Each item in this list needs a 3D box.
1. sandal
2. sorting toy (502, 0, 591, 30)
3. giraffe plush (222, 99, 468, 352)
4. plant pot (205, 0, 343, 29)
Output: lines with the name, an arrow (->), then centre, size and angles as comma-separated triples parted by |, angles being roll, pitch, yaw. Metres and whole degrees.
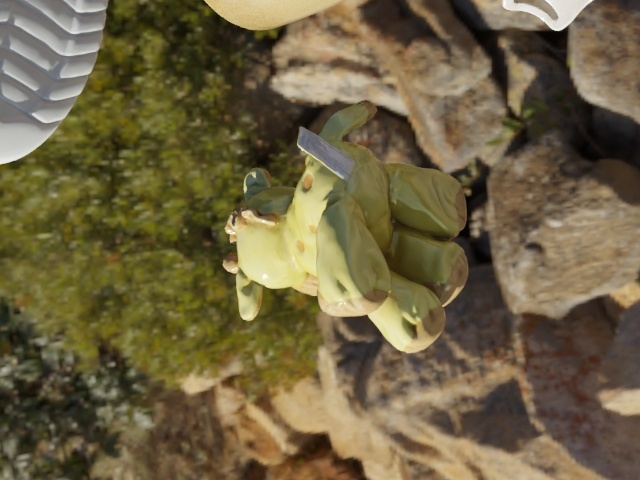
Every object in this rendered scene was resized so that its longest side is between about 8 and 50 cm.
sandal -> -0.296, -0.283, 1.159 | 0.102, 0.169, 0.416 | 20, 98, 36
sorting toy -> 0.176, -0.199, 0.863 | 0.045, 0.083, 0.075 | -86, 20, -60
giraffe plush -> 0.000, 0.000, 0.970 | 0.170, 0.181, 0.210 | -21, 121, 44
plant pot -> 0.012, -0.356, 1.227 | 0.254, 0.237, 0.237 | 4, 98, 44
